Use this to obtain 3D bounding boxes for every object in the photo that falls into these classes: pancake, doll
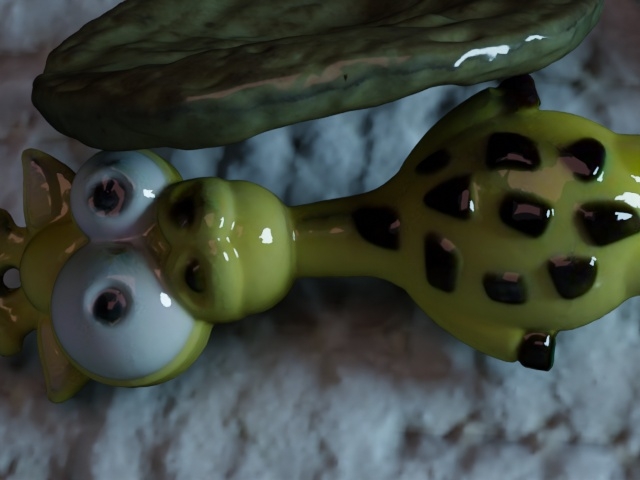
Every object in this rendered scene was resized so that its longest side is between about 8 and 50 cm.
[{"bbox_3d":[-0.001,-0.082,0.803,0.236,0.042,0.222,-26,27,-38],"label":"pancake"},{"bbox_3d":[0.000,0.000,0.782,0.291,0.086,0.117,-5,80,7],"label":"doll"}]
